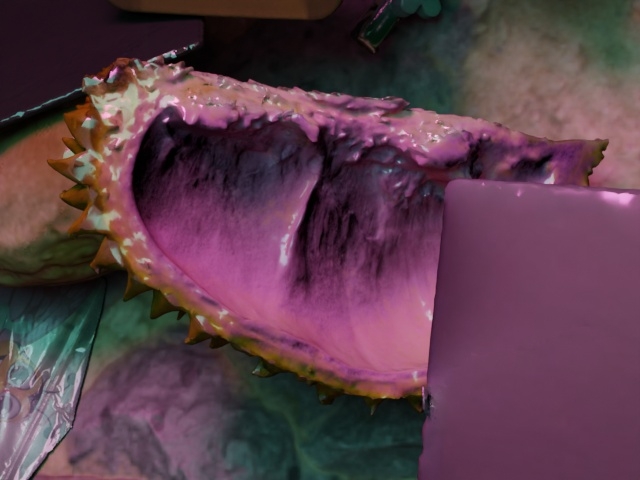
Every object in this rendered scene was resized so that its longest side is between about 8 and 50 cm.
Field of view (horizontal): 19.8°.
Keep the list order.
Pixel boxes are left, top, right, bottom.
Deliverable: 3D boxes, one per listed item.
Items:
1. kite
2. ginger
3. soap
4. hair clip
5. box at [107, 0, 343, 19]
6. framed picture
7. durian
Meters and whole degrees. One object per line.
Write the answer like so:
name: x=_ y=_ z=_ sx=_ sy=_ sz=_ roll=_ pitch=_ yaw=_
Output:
kite: x=-0.321 y=0.060 z=1.280 sx=0.360 sy=0.022 sz=0.204 roll=19 pitch=76 yaw=21
ginger: x=-0.155 y=-0.044 z=1.202 sx=0.267 sy=0.138 sz=0.152 roll=-3 pitch=66 yaw=22
soap: x=0.189 y=0.120 z=0.969 sx=0.285 sy=0.107 sz=0.296 roll=9 pitch=95 yaw=37
hair clip: x=0.081 y=-0.195 z=1.235 sx=0.049 sy=0.049 sz=0.173 roll=31 pitch=81 yaw=25
box: x=-0.057 y=-0.218 z=1.116 sx=0.201 sy=0.144 sz=0.090 roll=6 pitch=36 yaw=35
framed picture: x=-0.224 y=-0.126 z=1.242 sx=0.324 sy=0.013 sz=0.244 roll=-21 pitch=29 yaw=10
durian: x=-0.001 y=0.000 z=1.109 sx=0.341 sy=0.112 sz=0.191 roll=7 pitch=94 yaw=-16
